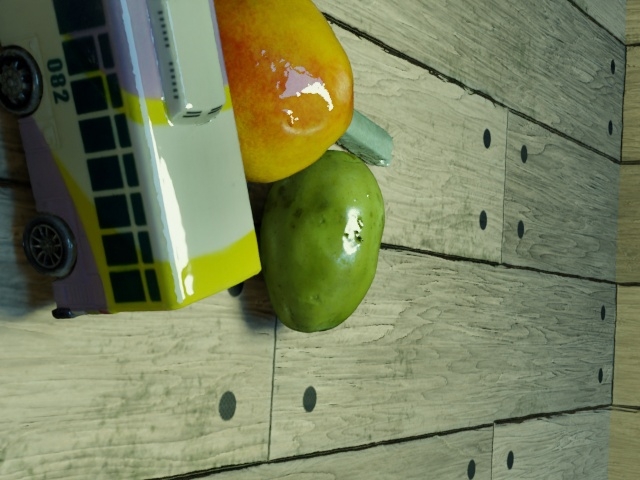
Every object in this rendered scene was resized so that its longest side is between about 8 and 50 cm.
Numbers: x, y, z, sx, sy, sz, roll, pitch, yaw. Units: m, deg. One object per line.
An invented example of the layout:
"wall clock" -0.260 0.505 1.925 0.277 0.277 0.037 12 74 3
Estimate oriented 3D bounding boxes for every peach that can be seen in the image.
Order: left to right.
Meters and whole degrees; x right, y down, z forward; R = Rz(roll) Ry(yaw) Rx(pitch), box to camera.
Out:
"peach" -0.110 -0.232 1.526 0.308 0.289 0.289 39 58 -57

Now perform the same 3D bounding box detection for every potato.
"potato" -0.001 0.000 1.777 0.216 0.216 0.304 6 97 -58

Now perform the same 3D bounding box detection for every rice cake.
"rice cake" 0.048 -0.211 1.978 0.336 0.063 0.066 27 68 -55

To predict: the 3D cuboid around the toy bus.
"toy bus" -0.235 -0.140 1.332 0.209 0.249 0.439 -22 106 -56
